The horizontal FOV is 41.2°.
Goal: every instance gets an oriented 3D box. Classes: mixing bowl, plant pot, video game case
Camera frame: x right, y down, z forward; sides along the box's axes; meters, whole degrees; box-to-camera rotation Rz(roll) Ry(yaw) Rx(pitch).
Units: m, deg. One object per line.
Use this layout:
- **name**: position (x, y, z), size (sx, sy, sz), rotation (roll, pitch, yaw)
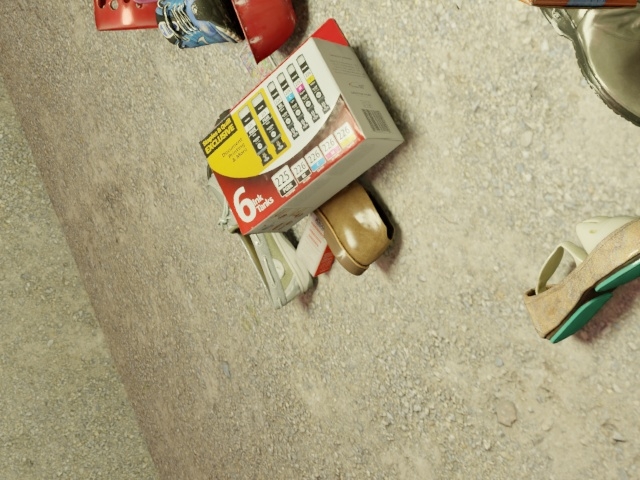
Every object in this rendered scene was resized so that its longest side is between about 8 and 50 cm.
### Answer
- **mixing bowl**: position (-0.103, -0.419, 1.537), size (0.181, 0.098, 0.181), rotation (-20, -90, -89)
- **plant pot**: position (-0.395, -0.542, 1.828), size (0.191, 0.191, 0.174), rotation (9, 108, 52)
- **video game case**: position (-0.118, -0.348, 1.703), size (0.122, 0.011, 0.087), rotation (61, 146, 11)

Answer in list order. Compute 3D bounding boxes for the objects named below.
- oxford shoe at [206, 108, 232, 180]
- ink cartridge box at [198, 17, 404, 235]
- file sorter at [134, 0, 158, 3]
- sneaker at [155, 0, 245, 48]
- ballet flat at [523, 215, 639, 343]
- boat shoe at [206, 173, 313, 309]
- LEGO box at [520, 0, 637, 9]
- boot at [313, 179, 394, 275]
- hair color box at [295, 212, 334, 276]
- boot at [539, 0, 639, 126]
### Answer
- **oxford shoe**: position (-0.188, -0.164, 1.842), size (0.096, 0.083, 0.227), rotation (38, 138, 27)
- **ink cartridge box**: position (-0.056, -0.202, 1.496), size (0.309, 0.130, 0.272), rotation (-37, 72, 32)
- **file sorter**: position (-0.260, -0.584, 1.616), size (0.290, 0.182, 0.202), rotation (-2, 106, 54)
- **sneaker**: position (-0.228, -0.407, 1.585), size (0.330, 0.147, 0.130), rotation (-120, 9, -79)
- **ballet flat**: position (0.372, 0.033, 1.161), size (0.106, 0.107, 0.316), rotation (62, 145, 22)
- **boat shoe**: position (-0.144, -0.007, 1.794), size (0.320, 0.103, 0.118), rotation (55, 161, -2)
- **LEGO box**: position (0.164, -0.514, 0.937), size (0.500, 0.193, 0.372), rotation (40, 128, 41)
- **boot**: position (0.033, -0.087, 1.592), size (0.115, 0.112, 0.305), rotation (-44, 63, 22)
- **hair color box**: position (0.000, 0.000, 1.704), size (0.072, 0.043, 0.141), rotation (51, 143, 25)
- **boot**: position (0.375, -0.265, 1.010), size (0.246, 0.083, 0.161), rotation (59, 141, 15)
